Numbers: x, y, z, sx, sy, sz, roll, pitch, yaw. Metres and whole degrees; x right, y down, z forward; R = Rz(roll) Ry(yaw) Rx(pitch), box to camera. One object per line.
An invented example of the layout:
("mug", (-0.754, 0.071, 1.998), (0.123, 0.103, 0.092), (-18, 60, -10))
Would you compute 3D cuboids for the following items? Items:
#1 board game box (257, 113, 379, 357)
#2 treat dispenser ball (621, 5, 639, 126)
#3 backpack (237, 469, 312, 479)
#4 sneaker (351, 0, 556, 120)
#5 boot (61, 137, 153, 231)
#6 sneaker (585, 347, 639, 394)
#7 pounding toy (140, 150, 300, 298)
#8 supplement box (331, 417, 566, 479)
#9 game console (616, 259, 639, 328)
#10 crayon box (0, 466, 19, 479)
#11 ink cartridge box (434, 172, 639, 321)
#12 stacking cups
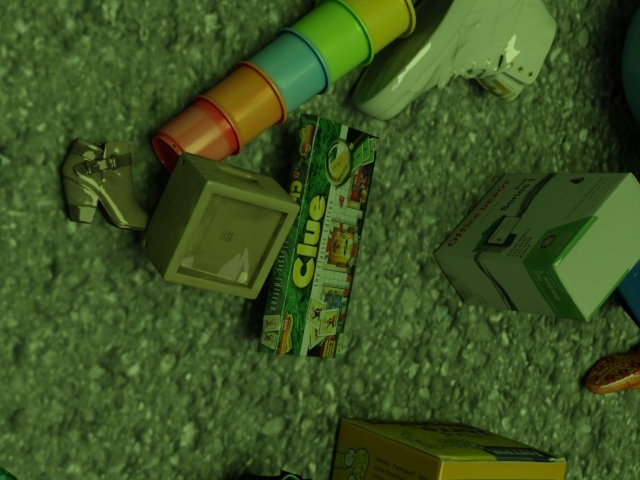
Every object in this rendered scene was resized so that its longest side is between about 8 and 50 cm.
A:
("board game box", (0.000, 0.000, 1.337), (0.136, 0.030, 0.259), (11, 89, -55))
("treat dispenser ball", (0.531, -0.225, 1.542), (0.288, 0.288, 0.288), (-4, 98, -34))
("backpack", (-0.063, 0.359, 1.285), (0.166, 0.144, 0.188), (50, 45, -29))
("sneaker", (0.172, -0.207, 1.412), (0.292, 0.108, 0.169), (-50, 116, -20))
("boot", (-0.202, -0.056, 1.215), (0.119, 0.042, 0.086), (9, 88, -35))
("sneaker", (0.436, 0.184, 1.662), (0.175, 0.064, 0.067), (-15, 114, -29))
("pounding toy", (-0.099, -0.009, 1.227), (0.141, 0.100, 0.130), (15, 110, -36))
("supplement box", (0.124, 0.399, 1.394), (0.194, 0.195, 0.356), (8, 91, -35))
("game console", (0.491, -0.017, 1.521), (0.293, 0.173, 0.250), (-35, 129, 7))
("crayon box", (-0.373, 0.209, 0.984), (0.081, 0.278, 0.165), (45, 70, -32))
("ink cartridge box", (0.263, 0.002, 1.430), (0.160, 0.219, 0.092), (-46, 115, -22))
("stacking cups", (-0.035, -0.168, 1.286), (0.316, 0.096, 0.096), (-42, 116, -21))
